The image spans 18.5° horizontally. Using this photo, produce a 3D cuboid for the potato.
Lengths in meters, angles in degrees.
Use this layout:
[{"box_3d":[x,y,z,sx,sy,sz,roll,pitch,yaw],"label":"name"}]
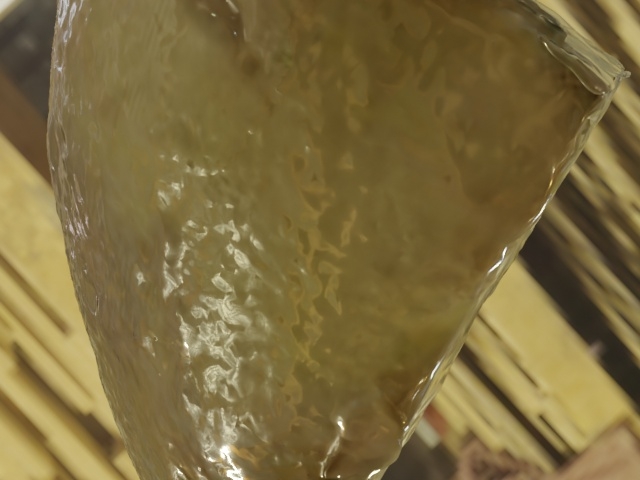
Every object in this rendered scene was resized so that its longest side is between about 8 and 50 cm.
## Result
[{"box_3d":[-0.037,-0.008,0.643,0.189,0.264,0.211,30,-166,4],"label":"potato"}]
